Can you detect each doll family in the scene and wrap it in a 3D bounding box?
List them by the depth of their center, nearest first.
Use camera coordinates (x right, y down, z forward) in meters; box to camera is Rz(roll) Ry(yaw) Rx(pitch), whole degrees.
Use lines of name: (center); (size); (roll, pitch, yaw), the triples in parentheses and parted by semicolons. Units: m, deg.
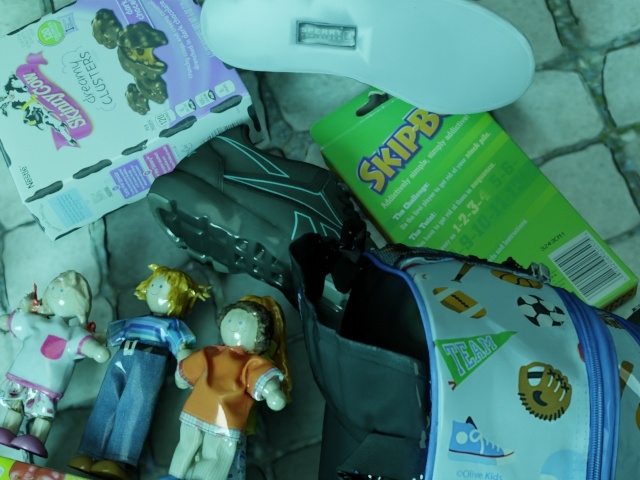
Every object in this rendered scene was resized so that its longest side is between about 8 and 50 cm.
doll family: (-0.111, 0.098, 0.914); (0.263, 0.118, 0.163); (8, 71, 33)

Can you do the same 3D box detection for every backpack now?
backpack: (0.085, 0.131, 0.731); (0.213, 0.263, 0.276); (1, 93, -1)

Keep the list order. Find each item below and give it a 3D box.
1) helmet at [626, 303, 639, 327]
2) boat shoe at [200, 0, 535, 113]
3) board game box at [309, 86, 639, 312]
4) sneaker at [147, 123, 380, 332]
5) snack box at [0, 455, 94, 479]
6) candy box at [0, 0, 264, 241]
helmet: (0.262, 0.111, 0.799); (0.169, 0.169, 0.161); (13, 83, 16)
boat shoe: (0.040, -0.166, 0.983); (0.258, 0.095, 0.084); (15, 26, 5)
board game box: (0.109, -0.025, 0.963); (0.124, 0.039, 0.259); (-33, 65, -8)
sneaker: (0.000, 0.000, 0.934); (0.267, 0.101, 0.106); (33, 63, 17)
snack box: (-0.159, 0.250, 0.832); (0.207, 0.070, 0.174); (9, 62, 26)
candy box: (-0.170, -0.117, 1.036); (0.196, 0.070, 0.164); (-27, 63, -4)
